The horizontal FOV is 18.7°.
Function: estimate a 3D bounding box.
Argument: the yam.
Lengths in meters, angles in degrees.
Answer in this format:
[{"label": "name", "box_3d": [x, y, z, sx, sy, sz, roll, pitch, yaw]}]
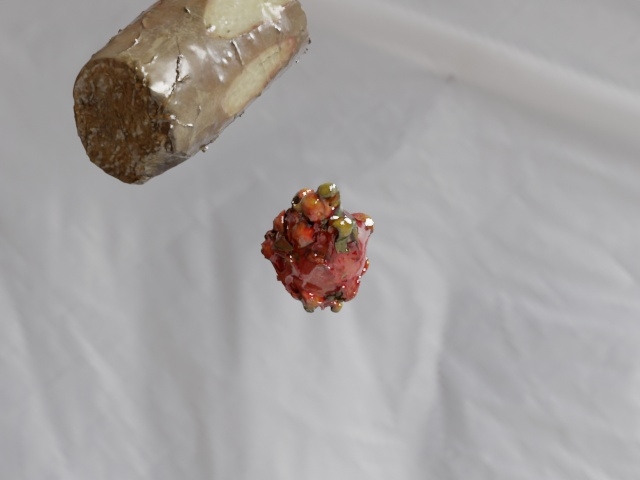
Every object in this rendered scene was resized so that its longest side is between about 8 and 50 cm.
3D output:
[{"label": "yam", "box_3d": [-0.117, -0.161, 1.757, 0.238, 0.129, 0.128, -45, 144, -39]}]

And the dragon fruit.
[{"label": "dragon fruit", "box_3d": [0.000, 0.000, 2.449, 0.150, 0.133, 0.207, -9, 143, -10]}]
